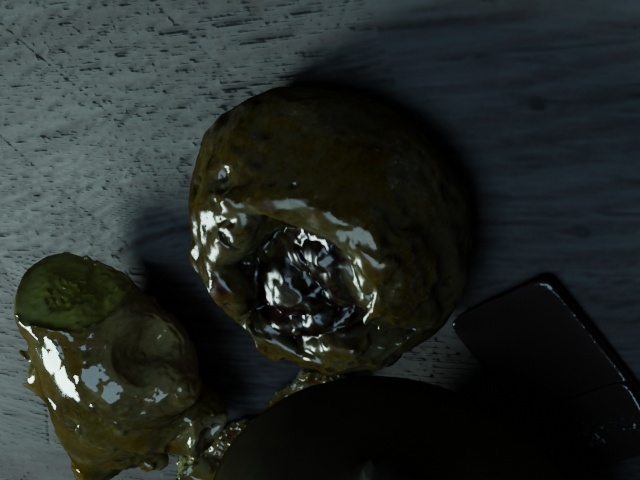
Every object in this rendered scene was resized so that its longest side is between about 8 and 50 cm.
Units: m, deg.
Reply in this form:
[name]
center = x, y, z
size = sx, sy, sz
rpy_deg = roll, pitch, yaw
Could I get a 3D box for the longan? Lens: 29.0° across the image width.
[longan]
center = 0.060, 0.222, 0.925
size = 0.300, 0.243, 0.300
rpy_deg = 4, 153, 2

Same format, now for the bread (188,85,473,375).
[bread]
center = 0.000, 0.000, 0.908
size = 0.230, 0.123, 0.230
rpy_deg = 17, 126, 24

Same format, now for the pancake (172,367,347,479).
[pancake]
center = -0.030, 0.202, 1.116
size = 0.266, 0.057, 0.244
rpy_deg = 23, 131, 20

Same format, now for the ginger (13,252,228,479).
[ginger]
center = -0.185, 0.145, 1.144
size = 0.218, 0.123, 0.270
rpy_deg = 23, 143, 18

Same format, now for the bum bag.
[bum bag]
center = 0.176, 0.105, 0.927
size = 0.159, 0.026, 0.109
rpy_deg = 51, 135, -7
